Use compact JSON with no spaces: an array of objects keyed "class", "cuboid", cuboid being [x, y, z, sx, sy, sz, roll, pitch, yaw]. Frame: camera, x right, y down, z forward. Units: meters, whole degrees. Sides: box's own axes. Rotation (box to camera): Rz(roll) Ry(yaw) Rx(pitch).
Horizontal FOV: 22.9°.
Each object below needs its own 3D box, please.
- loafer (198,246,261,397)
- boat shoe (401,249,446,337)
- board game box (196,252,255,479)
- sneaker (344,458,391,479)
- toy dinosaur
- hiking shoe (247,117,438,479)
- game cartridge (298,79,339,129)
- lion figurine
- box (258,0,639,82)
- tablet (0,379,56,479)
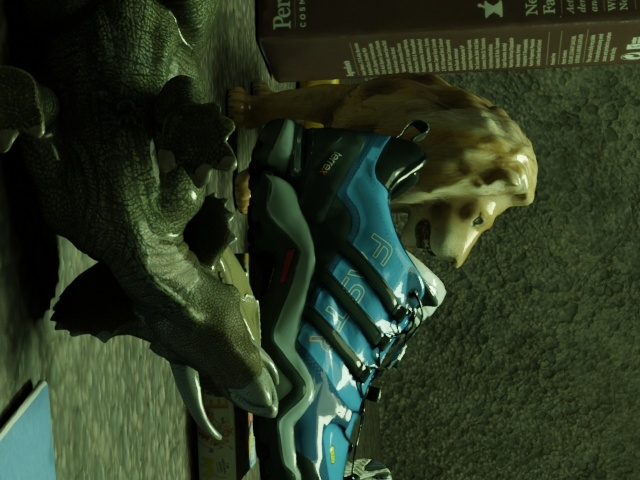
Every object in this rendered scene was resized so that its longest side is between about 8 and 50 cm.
[{"class":"loafer","cuboid":[-0.063,0.041,0.980,0.148,0.056,0.050,83,13,-45]},{"class":"boat shoe","cuboid":[0.004,0.048,1.451,0.121,0.119,0.335,45,-8,-10]},{"class":"board game box","cuboid":[-0.067,0.086,1.094,0.103,0.026,0.154,-10,98,-85]},{"class":"sneaker","cuboid":[0.038,0.380,1.832,0.235,0.094,0.153,-86,174,-51]},{"class":"toy dinosaur","cuboid":[-0.082,-0.077,0.659,0.160,0.121,0.314,119,-34,-76]},{"class":"hiking shoe","cuboid":[0.018,0.064,1.079,0.113,0.132,0.304,129,-39,-83]},{"class":"game cartridge","cuboid":[0.000,0.000,1.847,0.324,0.052,0.285,-84,171,-45]},{"class":"lion figurine","cuboid":[0.055,-0.084,1.351,0.392,0.240,0.142,-75,162,-76]},{"class":"box","cuboid":[0.133,-0.269,1.521,0.143,0.381,0.191,57,30,-76]},{"class":"tablet","cuboid":[-0.117,0.092,0.617,0.083,0.006,0.054,-68,156,-76]}]
